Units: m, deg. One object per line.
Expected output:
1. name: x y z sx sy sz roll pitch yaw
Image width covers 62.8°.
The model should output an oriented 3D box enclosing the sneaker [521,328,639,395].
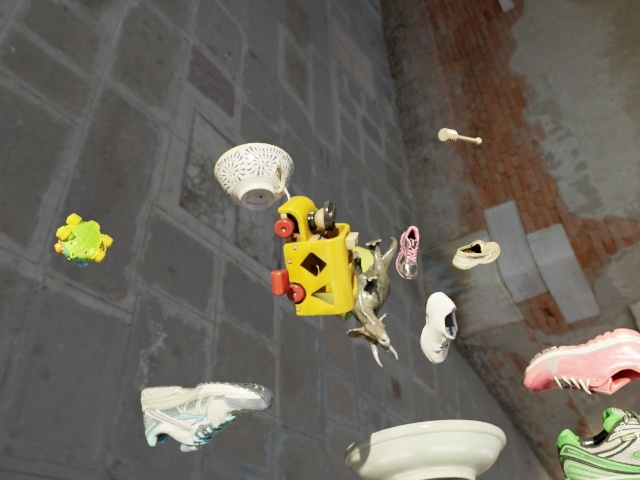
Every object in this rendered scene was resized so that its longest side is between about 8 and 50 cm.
1. sneaker: 0.665 0.334 1.323 0.116 0.314 0.136 46 28 -32

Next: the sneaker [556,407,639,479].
1. sneaker: 0.592 0.361 0.930 0.134 0.344 0.146 16 50 -63

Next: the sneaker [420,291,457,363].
1. sneaker: 0.322 0.248 1.385 0.094 0.080 0.212 38 -43 56

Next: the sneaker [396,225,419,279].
1. sneaker: 0.188 0.023 1.096 0.057 0.047 0.119 103 -6 -61

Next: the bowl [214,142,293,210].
1. bowl: -0.135 -0.116 1.102 0.170 0.170 0.080 35 34 -46

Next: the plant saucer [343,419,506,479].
1. plant saucer: 0.260 0.553 1.280 0.400 0.401 0.100 40 33 -42

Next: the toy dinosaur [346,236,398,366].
1. toy dinosaur: 0.101 0.100 1.115 0.313 0.121 0.160 -72 153 -56

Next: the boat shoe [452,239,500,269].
1. boat shoe: 0.349 0.025 1.157 0.136 0.050 0.045 -19 126 -33

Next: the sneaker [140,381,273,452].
1. sneaker: -0.215 0.337 1.003 0.110 0.283 0.122 32 51 -60

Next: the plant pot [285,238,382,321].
1. plant pot: 0.029 0.104 1.894 0.294 0.274 0.275 29 23 14

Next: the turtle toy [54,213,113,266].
1. turtle toy: -0.460 0.001 1.014 0.095 0.066 0.130 40 21 -23

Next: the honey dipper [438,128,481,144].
1. honey dipper: 0.341 -0.247 1.264 0.161 0.031 0.030 -4 72 -44

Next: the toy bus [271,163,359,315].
1. toy bus: 0.003 0.010 0.772 0.202 0.105 0.190 60 30 -60
